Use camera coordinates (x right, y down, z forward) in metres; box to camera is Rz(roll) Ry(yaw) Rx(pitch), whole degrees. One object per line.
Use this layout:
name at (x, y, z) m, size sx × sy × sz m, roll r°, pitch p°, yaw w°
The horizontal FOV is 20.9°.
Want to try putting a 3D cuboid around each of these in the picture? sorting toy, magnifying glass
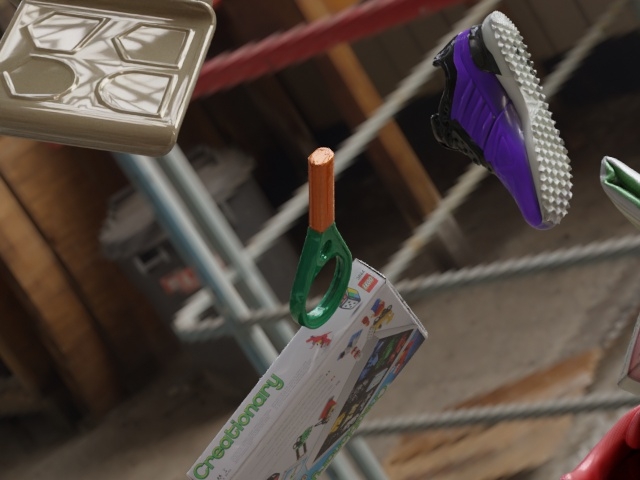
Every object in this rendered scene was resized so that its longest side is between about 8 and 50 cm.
sorting toy at (-0.277, -0.182, 1.789) m, size 0.307 × 0.041 × 0.229 m, roll 8°, pitch 45°, yaw 5°
magnifying glass at (0.000, 0.000, 1.793) m, size 0.026 × 0.231 × 0.092 m, roll 27°, pitch 50°, yaw 24°

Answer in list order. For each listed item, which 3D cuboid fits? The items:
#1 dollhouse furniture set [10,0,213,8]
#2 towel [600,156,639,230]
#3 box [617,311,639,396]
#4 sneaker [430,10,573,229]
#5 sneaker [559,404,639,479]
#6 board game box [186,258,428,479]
dollhouse furniture set at (-0.266, -0.367, 2.046) m, size 0.212 × 0.242 × 0.161 m, roll -9°, pitch 60°, yaw 25°
towel at (0.397, 0.049, 1.584) m, size 0.038 × 0.325 × 0.248 m, roll -53°, pitch 47°, yaw 3°
box at (0.436, 0.094, 1.931) m, size 0.232 × 0.127 × 0.148 m, roll 107°, pitch -175°, yaw -69°
sneaker at (0.224, -0.138, 2.262) m, size 0.146 × 0.293 × 0.102 m, roll -24°, pitch -17°, yaw 28°
sneaker at (0.305, 0.174, 1.385) m, size 0.314 × 0.136 × 0.116 m, roll -32°, pitch 34°, yaw -28°
board game box at (-0.008, 0.183, 1.965) m, size 0.053 × 0.193 × 0.305 m, roll 35°, pitch 82°, yaw 27°
